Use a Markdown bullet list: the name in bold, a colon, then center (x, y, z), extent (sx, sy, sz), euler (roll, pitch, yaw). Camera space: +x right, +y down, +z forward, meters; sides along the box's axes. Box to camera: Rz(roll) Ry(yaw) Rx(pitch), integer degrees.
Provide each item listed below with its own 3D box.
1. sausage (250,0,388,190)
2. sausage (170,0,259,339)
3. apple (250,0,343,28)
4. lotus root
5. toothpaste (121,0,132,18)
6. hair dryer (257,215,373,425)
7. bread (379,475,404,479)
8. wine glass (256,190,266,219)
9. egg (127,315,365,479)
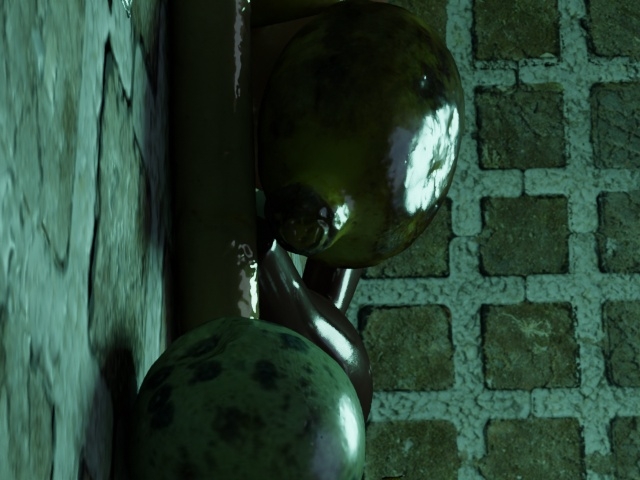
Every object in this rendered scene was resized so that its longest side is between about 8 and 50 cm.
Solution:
- **sausage**: center (-0.013, -0.140, 1.632), extent (0.148, 0.148, 0.254), euler (85, 14, -47)
- **sausage**: center (-0.075, -0.044, 1.370), extent (0.066, 0.065, 0.301), euler (23, 63, -86)
- **apple**: center (-0.036, -0.298, 1.601), extent (0.179, 0.254, 0.346), euler (-46, -165, 22)
- **lotus root**: center (0.030, -0.074, 1.415), extent (0.314, 0.141, 0.169), euler (-69, 153, -55)
- **toothpaste**: center (-0.107, -0.231, 1.164), extent (0.052, 0.033, 0.218), euler (77, 16, -56)
- **hair dryer**: center (0.000, 0.000, 1.753), extent (0.312, 0.123, 0.340), euler (72, 29, -49)
- **bread**: center (0.019, 0.320, 1.785), extent (0.344, 0.195, 0.149), euler (-29, 112, -84)
- **wine glass**: center (-0.035, -0.107, 1.822), extent (0.093, 0.093, 0.202), euler (-87, 176, -50)
- **egg**: center (-0.044, 0.115, 1.144), extent (0.182, 0.141, 0.141), euler (-102, -172, -62)
